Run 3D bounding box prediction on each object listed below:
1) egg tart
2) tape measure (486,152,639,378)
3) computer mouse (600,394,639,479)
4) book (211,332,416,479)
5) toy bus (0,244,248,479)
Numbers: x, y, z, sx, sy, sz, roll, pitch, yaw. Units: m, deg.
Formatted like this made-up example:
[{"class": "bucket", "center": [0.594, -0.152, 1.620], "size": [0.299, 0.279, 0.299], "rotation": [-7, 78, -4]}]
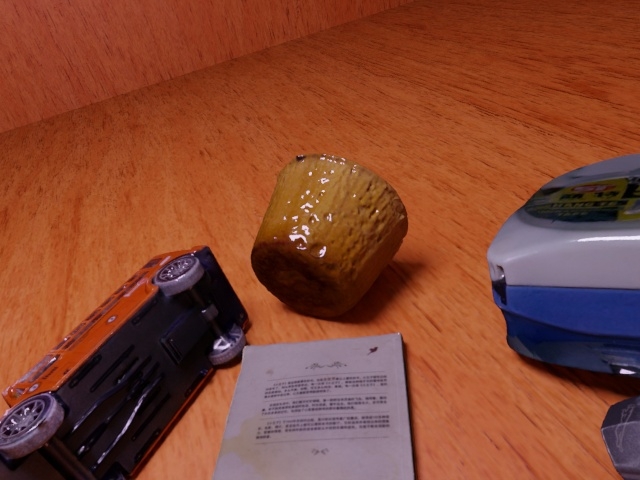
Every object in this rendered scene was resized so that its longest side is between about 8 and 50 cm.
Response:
[{"class": "egg tart", "center": [0.000, 0.000, 0.677], "size": [0.203, 0.202, 0.147], "rotation": [7, 48, 30]}, {"class": "tape measure", "center": [0.332, 0.008, 0.526], "size": [0.260, 0.138, 0.262], "rotation": [-1, 25, 41]}, {"class": "computer mouse", "center": [0.345, 0.168, 0.391], "size": [0.231, 0.071, 0.126], "rotation": [5, 38, 27]}, {"class": "book", "center": [-0.007, 0.206, 0.513], "size": [0.202, 0.026, 0.289], "rotation": [-7, 33, 11]}, {"class": "toy bus", "center": [-0.228, 0.152, 0.585], "size": [0.153, 0.142, 0.329], "rotation": [-4, 34, 34]}]
